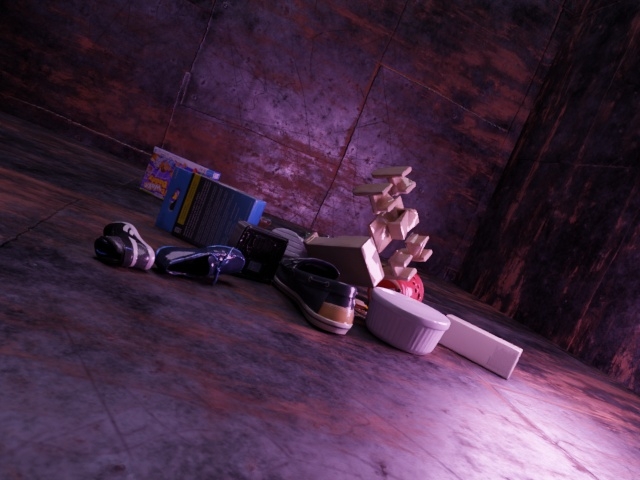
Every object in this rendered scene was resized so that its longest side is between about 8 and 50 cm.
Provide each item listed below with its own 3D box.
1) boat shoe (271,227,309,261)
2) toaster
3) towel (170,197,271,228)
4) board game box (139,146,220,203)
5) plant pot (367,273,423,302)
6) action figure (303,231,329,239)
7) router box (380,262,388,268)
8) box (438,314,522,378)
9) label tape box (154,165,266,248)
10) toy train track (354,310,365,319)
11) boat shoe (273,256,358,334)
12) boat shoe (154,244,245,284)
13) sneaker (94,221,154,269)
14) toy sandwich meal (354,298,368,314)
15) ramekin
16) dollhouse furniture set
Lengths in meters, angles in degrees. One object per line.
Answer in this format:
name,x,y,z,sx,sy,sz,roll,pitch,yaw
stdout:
boat shoe,-0.091,0.059,2.111,0.335,0.121,0.119,29,-16,17
toaster,-0.221,0.038,1.496,0.185,0.168,0.110,20,4,-30
towel,-0.422,-0.095,1.866,0.370,0.040,0.271,20,-26,-32
board game box,-0.707,-0.297,2.303,0.347,0.233,0.078,23,6,9
plant pot,0.289,0.199,1.801,0.191,0.191,0.174,26,10,30
action figure,0.000,0.000,1.984,0.137,0.064,0.232,12,3,-40
router box,0.269,0.149,2.633,0.242,0.081,0.308,27,8,31
box,0.563,0.374,1.635,0.275,0.113,0.094,27,7,28
label tape box,-0.395,-0.095,1.647,0.333,0.241,0.106,24,7,12
toy train track,0.131,0.252,1.595,0.048,0.014,0.083,18,7,-36
boat shoe,-0.023,0.130,1.461,0.186,0.156,0.500,18,6,-25
boat shoe,-0.319,0.074,1.246,0.258,0.109,0.089,-3,28,-37
sneaker,-0.521,-0.001,1.149,0.216,0.079,0.121,28,7,34
toy sandwich meal,0.146,0.241,1.663,0.085,0.029,0.085,22,6,-3
ramekin,0.269,0.262,1.477,0.272,0.127,0.273,22,7,-3
dollhouse furniture set,0.172,-0.018,1.649,0.256,0.362,0.394,4,34,42
